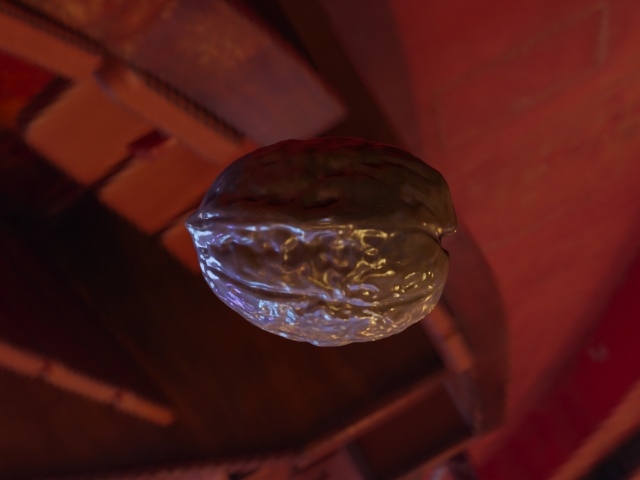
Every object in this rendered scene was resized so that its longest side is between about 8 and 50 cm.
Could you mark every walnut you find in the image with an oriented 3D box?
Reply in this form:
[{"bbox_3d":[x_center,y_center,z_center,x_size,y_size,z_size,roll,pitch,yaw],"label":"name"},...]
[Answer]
[{"bbox_3d":[0.000,0.000,1.549,0.230,0.178,0.178,7,158,-5],"label":"walnut"}]
